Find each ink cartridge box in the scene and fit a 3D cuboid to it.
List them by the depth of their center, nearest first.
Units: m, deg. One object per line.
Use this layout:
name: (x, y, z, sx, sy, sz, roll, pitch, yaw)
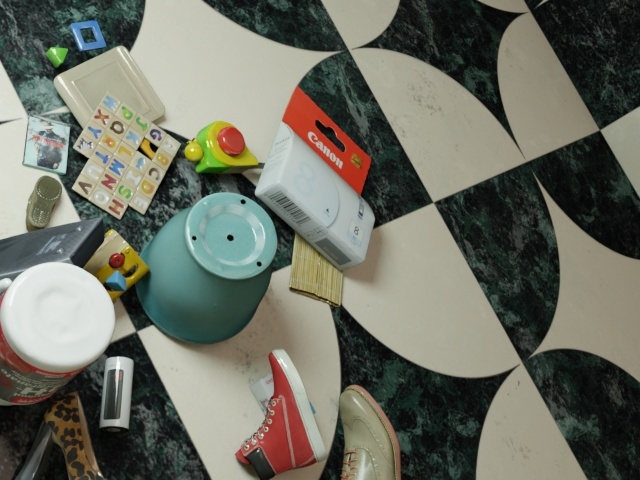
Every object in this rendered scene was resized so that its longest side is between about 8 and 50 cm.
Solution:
ink cartridge box: (-0.081, 0.336, 1.810, 0.088, 0.052, 0.122, -24, 84, -43)
ink cartridge box: (0.020, -0.167, 2.072, 0.308, 0.091, 0.385, 41, 47, -28)

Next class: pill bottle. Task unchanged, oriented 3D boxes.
pill bottle: (-0.478, 0.171, 1.415, 0.176, 0.318, 0.176, 17, 58, -29)

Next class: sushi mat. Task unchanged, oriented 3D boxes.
sushi mat: (0.000, 0.000, 2.070, 0.151, 0.019, 0.317, 23, 55, -27)

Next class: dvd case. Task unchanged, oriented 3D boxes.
dvd case: (-0.563, -0.198, 1.753, 0.087, 0.013, 0.120, 14, 58, -31)

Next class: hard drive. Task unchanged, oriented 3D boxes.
hard drive: (-0.515, 0.036, 1.504, 0.172, 0.254, 0.054, -73, 148, -61)

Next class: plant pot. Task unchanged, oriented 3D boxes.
plant pot: (-0.211, 0.037, 1.699, 0.271, 0.255, 0.272, 10, 61, -19)

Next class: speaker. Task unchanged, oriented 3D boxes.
speaker: (-0.383, 0.290, 1.605, 0.055, 0.055, 0.136, 16, 59, -30)

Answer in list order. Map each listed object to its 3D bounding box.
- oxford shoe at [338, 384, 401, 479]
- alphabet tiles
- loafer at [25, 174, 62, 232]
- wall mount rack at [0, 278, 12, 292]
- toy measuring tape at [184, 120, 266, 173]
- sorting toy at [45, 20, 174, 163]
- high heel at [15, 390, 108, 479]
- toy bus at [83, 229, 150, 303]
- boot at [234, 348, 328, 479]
oxford shoe: (0.096, 0.483, 1.823, 0.130, 0.123, 0.348, -9, 72, -34)
alphabet tiles: (-0.424, -0.171, 1.812, 0.198, 0.009, 0.237, 36, 59, -25)
loafer: (-0.550, -0.071, 1.674, 0.056, 0.050, 0.148, 33, 35, -23)
wall mount rack: (-0.678, 0.028, 1.420, 0.304, 0.130, 0.350, -13, 73, -14)
toy measuring tape: (-0.187, -0.218, 1.989, 0.330, 0.121, 0.121, -6, 71, -48)
sorting toy: (-0.460, -0.307, 1.859, 0.196, 0.047, 0.348, -40, 102, -38)
high heel: (-0.377, 0.374, 1.490, 0.261, 0.093, 0.186, 17, 58, 4)
toy bus: (-0.429, 0.080, 1.642, 0.191, 0.202, 0.104, -80, 149, -41)
boot: (-0.105, 0.354, 1.719, 0.176, 0.088, 0.244, -18, 87, -6)
